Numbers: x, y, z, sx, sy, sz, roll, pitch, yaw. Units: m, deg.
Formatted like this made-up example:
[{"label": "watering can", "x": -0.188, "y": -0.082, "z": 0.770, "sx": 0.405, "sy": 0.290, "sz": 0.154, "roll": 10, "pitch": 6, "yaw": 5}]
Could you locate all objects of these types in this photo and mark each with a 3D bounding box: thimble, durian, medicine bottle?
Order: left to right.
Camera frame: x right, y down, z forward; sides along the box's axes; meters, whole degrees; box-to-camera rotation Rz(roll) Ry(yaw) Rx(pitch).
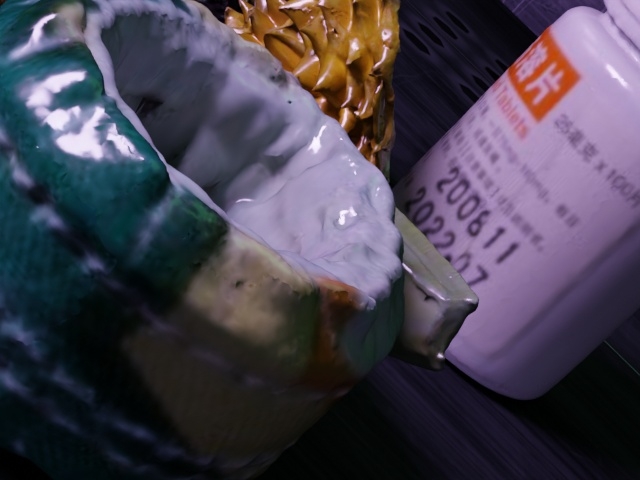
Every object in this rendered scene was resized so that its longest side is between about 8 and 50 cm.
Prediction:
[{"label": "thimble", "x": -0.085, "y": -0.005, "z": 0.802, "sx": 0.254, "sy": 0.167, "sz": 0.288, "roll": 43, "pitch": 20, "yaw": -6}, {"label": "durian", "x": 0.017, "y": -0.157, "z": 1.170, "sx": 0.185, "sy": 0.195, "sz": 0.305, "roll": 21, "pitch": 61, "yaw": -15}, {"label": "medicine bottle", "x": 0.224, "y": -0.067, "z": 1.237, "sx": 0.211, "sy": 0.371, "sz": 0.211, "roll": 38, "pitch": 19, "yaw": -16}]

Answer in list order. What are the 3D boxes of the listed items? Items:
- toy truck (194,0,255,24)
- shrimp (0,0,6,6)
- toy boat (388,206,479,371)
[{"label": "toy truck", "x": -0.048, "y": -0.183, "z": 1.336, "sx": 0.286, "sy": 0.111, "sz": 0.136, "roll": 36, "pitch": 19, "yaw": -29}, {"label": "shrimp", "x": -0.210, "y": -0.175, "z": 1.100, "sx": 0.195, "sy": 0.035, "sz": 0.148, "roll": 28, "pitch": 26, "yaw": -56}, {"label": "toy boat", "x": 0.000, "y": 0.000, "z": 0.976, "sx": 0.055, "sy": 0.093, "sz": 0.293, "roll": 26, "pitch": 5, "yaw": -29}]
